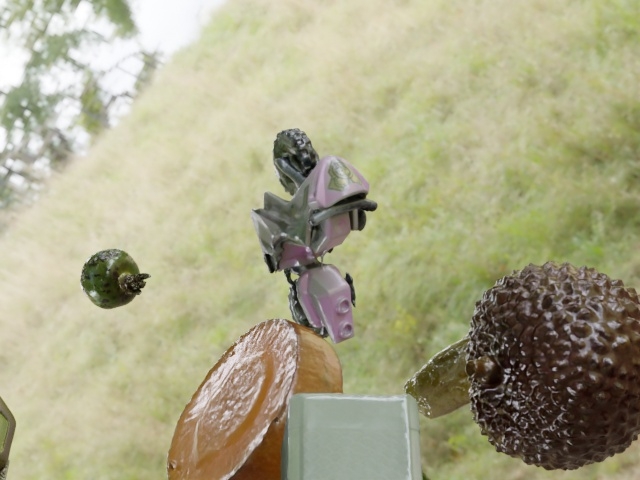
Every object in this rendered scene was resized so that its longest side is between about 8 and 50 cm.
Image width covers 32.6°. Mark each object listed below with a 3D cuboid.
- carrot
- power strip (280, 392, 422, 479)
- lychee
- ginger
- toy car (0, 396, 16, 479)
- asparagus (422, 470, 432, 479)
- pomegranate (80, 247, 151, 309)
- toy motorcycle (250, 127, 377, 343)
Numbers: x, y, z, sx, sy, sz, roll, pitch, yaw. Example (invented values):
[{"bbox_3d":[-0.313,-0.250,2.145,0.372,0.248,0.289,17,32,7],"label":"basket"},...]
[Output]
[{"bbox_3d":[-0.086,0.223,1.421,0.258,0.100,0.307,-39,30,22],"label":"carrot"},{"bbox_3d":[0.030,0.286,1.137,0.140,0.139,0.224,101,170,-55],"label":"power strip"},{"bbox_3d":[0.316,0.162,1.433,0.276,0.304,0.275,-9,80,64],"label":"lychee"},{"bbox_3d":[0.270,0.220,1.940,0.263,0.109,0.116,-37,-8,-11],"label":"ginger"},{"bbox_3d":[-0.498,0.263,1.445,0.204,0.198,0.248,-44,23,16],"label":"toy car"},{"bbox_3d":[0.147,0.332,1.403,0.036,0.165,0.030,-47,-9,-15],"label":"asparagus"},{"bbox_3d":[-0.396,0.077,2.138,0.161,0.122,0.122,6,60,38],"label":"pomegranate"},{"bbox_3d":[0.000,0.000,1.607,0.188,0.143,0.327,13,115,52],"label":"toy motorcycle"}]
